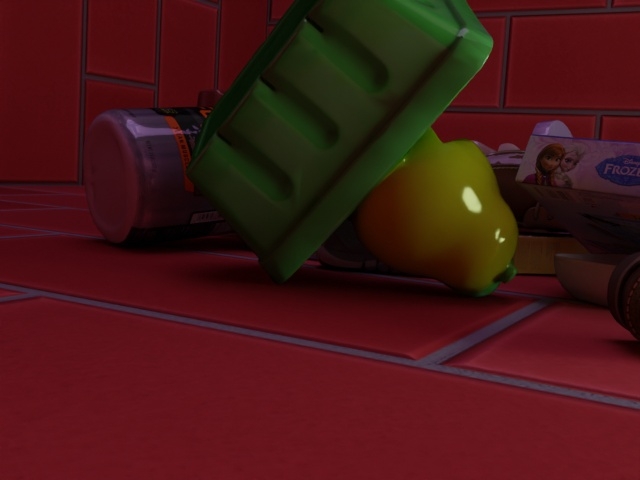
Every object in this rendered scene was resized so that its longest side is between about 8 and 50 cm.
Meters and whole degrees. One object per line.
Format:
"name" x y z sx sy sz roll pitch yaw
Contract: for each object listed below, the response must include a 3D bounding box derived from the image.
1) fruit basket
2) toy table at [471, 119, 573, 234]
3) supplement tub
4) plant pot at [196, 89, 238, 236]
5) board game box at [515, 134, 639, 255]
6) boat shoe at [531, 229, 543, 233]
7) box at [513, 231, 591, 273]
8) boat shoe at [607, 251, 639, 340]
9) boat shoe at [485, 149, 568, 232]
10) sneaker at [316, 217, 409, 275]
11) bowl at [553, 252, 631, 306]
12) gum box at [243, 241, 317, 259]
"fruit basket" 0.075 -0.103 0.936 0.391 0.392 0.283 3 30 -2
"toy table" 0.352 -0.081 1.368 0.160 0.274 0.252 0 37 36
"supplement tub" -0.183 -0.109 1.266 0.338 0.207 0.207 -9 12 -38
"plant pot" -0.139 -0.150 1.541 0.272 0.265 0.272 4 6 0
"board game box" 0.436 -0.016 0.914 0.318 0.066 0.318 13 -12 41
"boat shoe" 0.459 -0.023 1.675 0.170 0.063 0.059 18 10 32
"box" 0.377 0.020 1.186 0.232 0.058 0.087 3 6 -13
"boat shoe" 0.409 0.058 0.667 0.307 0.111 0.104 -6 9 1
"boat shoe" 0.355 -0.069 1.169 0.323 0.123 0.120 2 7 -2
"sneaker" 0.111 -0.023 1.079 0.228 0.132 0.086 3 6 2
"bowl" 0.358 0.048 0.925 0.142 0.053 0.142 -1 7 -29
"gum box" 0.000 0.000 1.244 0.184 0.041 0.157 7 7 35
